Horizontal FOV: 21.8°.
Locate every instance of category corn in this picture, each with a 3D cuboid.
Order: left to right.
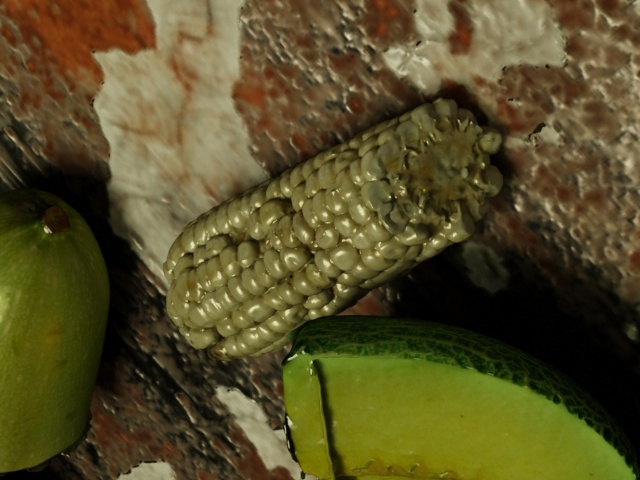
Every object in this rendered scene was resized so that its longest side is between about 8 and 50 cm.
[{"bbox_3d":[0.000,0.000,0.847,0.211,0.087,0.087,-27,102,45],"label":"corn"}]

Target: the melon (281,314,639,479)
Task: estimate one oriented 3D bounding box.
[{"bbox_3d":[0.090,0.134,0.860,0.169,0.129,0.265,-5,115,14],"label":"melon"}]

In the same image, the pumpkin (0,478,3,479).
[{"bbox_3d":[-0.284,0.278,1.140,0.248,0.248,0.248,19,129,25],"label":"pumpkin"}]

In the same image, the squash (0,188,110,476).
[{"bbox_3d":[-0.184,0.047,0.993,0.123,0.123,0.187,33,135,14],"label":"squash"}]
